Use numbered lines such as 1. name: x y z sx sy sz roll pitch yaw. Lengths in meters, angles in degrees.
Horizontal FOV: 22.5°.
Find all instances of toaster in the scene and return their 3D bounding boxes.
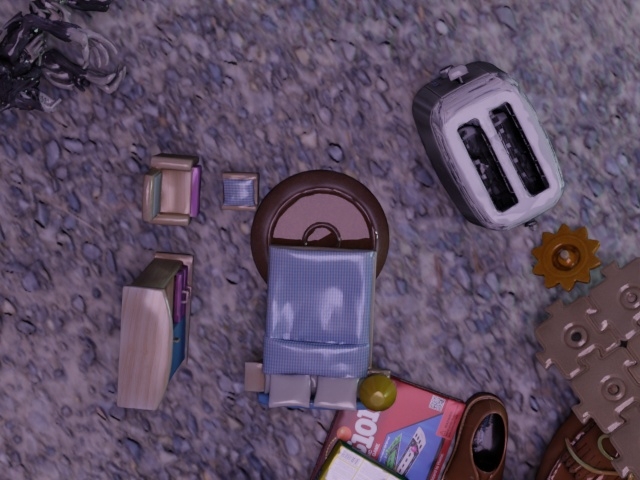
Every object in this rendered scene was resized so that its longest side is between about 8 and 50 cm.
1. toaster: 0.199 -0.099 1.868 0.129 0.146 0.227 -26 98 1

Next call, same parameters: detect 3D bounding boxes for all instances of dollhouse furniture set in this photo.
1. dollhouse furniture set: -0.057 0.063 1.818 0.303 0.198 0.287 5 101 3

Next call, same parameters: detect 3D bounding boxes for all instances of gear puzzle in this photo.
1. gear puzzle: 0.348 0.122 1.877 0.175 0.044 0.339 -36 61 4

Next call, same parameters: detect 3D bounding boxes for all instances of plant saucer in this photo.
1. plant saucer: 0.000 0.000 1.927 0.168 0.029 0.169 0 97 -2

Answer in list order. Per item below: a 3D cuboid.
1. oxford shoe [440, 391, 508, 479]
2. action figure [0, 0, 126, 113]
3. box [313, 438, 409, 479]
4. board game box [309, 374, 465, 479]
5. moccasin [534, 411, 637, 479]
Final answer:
1. oxford shoe: 0.186 0.295 1.949 0.076 0.076 0.212 5 98 -6
2. action figure: -0.284 -0.229 1.820 0.141 0.164 0.276 34 88 -2
3. box: 0.021 0.342 1.933 0.105 0.043 0.179 31 92 -6
4. board game box: 0.060 0.304 1.966 0.145 0.027 0.281 20 95 -4
5. moccasin: 0.386 0.234 1.916 0.139 0.147 0.380 44 92 -7
